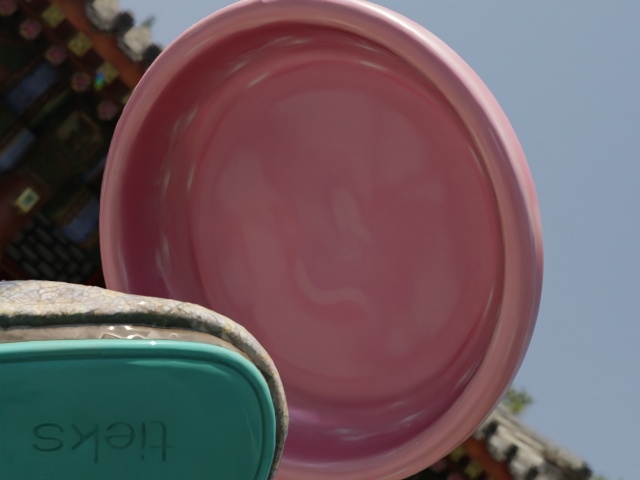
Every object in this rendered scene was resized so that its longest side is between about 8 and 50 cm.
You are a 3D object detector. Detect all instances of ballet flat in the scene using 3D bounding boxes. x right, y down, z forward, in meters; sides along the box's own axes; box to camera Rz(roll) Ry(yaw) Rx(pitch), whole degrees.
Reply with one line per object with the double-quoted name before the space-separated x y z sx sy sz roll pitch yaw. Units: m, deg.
"ballet flat" -0.169 0.050 0.367 0.316 0.108 0.106 9 4 -21

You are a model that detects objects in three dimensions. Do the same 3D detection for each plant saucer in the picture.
"plant saucer" 0.000 0.000 0.834 0.332 0.084 0.332 5 -79 29
